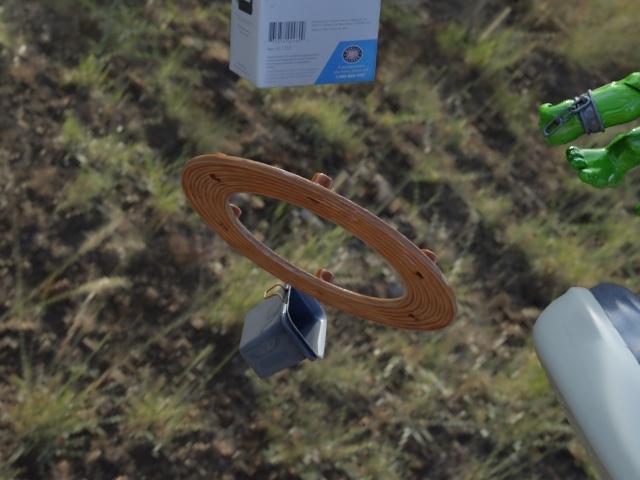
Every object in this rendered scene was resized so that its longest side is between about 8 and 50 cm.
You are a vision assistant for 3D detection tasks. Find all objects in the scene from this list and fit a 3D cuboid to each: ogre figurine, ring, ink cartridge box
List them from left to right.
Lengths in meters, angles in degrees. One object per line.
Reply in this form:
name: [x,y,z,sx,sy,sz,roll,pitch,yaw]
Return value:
ink cartridge box: [-0.004,-0.099,0.477,0.048,0.083,0.028,-7,25,-25]
ring: [0.000,0.000,1.458,0.336,0.336,0.032,33,72,-13]
ogre figurine: [0.266,-0.064,0.989,0.197,0.118,0.097,45,26,2]

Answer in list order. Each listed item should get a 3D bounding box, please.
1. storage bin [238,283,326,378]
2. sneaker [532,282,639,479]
storage bin: [-0.057,0.115,1.768,0.098,0.091,0.135,54,15,-19]
sneaker: [0.209,0.112,0.371,0.350,0.148,0.131,49,-1,32]
